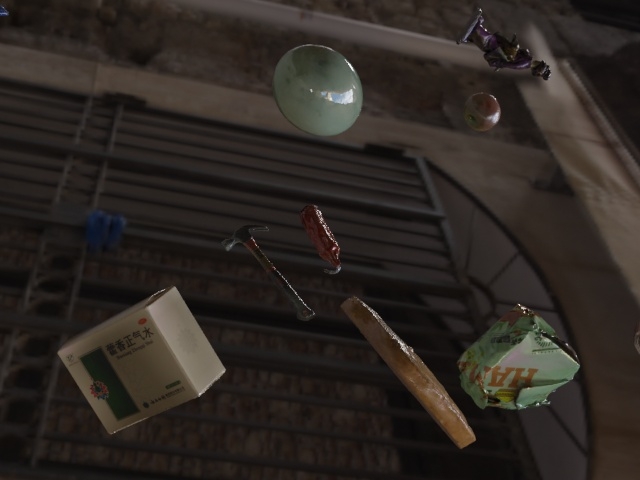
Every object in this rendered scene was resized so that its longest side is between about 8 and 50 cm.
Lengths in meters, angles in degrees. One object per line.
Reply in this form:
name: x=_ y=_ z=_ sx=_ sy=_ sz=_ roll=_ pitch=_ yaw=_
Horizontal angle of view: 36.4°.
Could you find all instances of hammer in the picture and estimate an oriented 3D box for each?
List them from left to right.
hammer: x=-0.111 y=0.077 z=2.283 sx=0.287 sy=0.111 sz=0.033 roll=51 pitch=-3 yaw=20

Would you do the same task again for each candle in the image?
candle: x=0.000 y=0.000 z=1.718 sx=0.048 sy=0.053 sz=0.162 roll=-38 pitch=-136 yaw=10

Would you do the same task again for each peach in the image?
peach: x=0.343 y=-0.274 z=2.064 sx=0.083 sy=0.083 sz=0.083 roll=-170 pitch=-90 yaw=-79

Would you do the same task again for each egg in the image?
egg: x=-0.005 y=-0.355 z=2.322 sx=0.283 sy=0.203 sz=0.202 roll=36 pitch=56 yaw=-58

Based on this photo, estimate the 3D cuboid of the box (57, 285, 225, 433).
box: x=-0.286 y=0.190 z=1.554 sx=0.212 sy=0.168 sz=0.095 roll=-27 pitch=-174 yaw=30

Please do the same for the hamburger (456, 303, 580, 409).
hamburger: x=0.384 y=0.245 z=1.887 sx=0.214 sy=0.235 sz=0.125 roll=-44 pitch=-141 yaw=21

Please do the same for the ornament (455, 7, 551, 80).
ornament: x=0.371 y=-0.380 z=1.957 sx=0.088 sy=0.203 sz=0.081 roll=-57 pitch=-169 yaw=20

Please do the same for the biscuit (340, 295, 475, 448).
biscuit: x=0.202 y=0.288 z=2.129 sx=0.365 sy=0.062 sz=0.385 roll=46 pitch=-4 yaw=43

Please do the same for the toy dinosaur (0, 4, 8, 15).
toy dinosaur: x=-0.766 y=-0.481 z=1.926 sx=0.075 sy=0.188 sz=0.248 roll=-46 pitch=177 yaw=39

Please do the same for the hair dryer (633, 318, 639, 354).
hair dryer: x=0.604 y=0.087 z=1.376 sx=0.189 sy=0.106 sz=0.344 roll=-42 pitch=-177 yaw=-22
